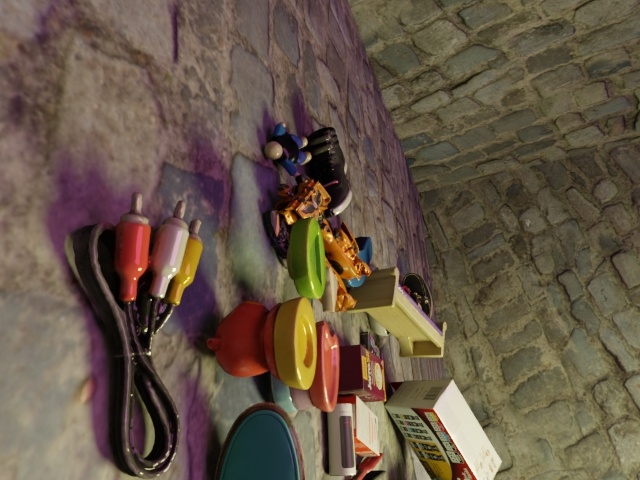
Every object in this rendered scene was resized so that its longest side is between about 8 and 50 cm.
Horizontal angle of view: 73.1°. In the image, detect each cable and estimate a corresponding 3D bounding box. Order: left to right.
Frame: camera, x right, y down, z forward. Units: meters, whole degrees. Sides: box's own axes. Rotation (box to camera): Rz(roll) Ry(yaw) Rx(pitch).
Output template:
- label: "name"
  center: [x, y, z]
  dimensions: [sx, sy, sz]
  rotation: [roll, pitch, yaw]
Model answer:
- label: "cable"
  center: [-0.181, 0.090, 0.440]
  dimensions: [0.139, 0.072, 0.287]
  rotation: [28, 52, -58]

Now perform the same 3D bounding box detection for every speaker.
- label: "speaker"
  center: [0.042, 0.410, 0.894]
  dimensions: [0.055, 0.055, 0.136]
  rotation: [46, 37, -56]

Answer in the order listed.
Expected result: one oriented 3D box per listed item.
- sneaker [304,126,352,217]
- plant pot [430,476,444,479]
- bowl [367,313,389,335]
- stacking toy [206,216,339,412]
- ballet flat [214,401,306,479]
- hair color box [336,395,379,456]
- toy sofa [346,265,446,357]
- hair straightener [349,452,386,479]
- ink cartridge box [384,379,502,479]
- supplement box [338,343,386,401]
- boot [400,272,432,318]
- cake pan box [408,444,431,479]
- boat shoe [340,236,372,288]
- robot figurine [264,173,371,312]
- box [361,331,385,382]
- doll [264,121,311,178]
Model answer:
- label: "sneaker"
  center: [0.007, -0.184, 1.093]
  dimensions: [0.295, 0.105, 0.147]
  rotation: [-87, 154, -51]
- label: "plant pot"
  center: [0.356, 0.821, 1.187]
  dimensions: [0.252, 0.248, 0.247]
  rotation: [53, -7, 14]
- label: "bowl"
  center: [0.191, 0.235, 1.414]
  dimensions: [0.142, 0.053, 0.142]
  rotation: [-18, 97, -71]
- label: "stacking toy"
  center: [-0.057, 0.127, 0.707]
  dimensions: [0.309, 0.130, 0.279]
  rotation: [70, 18, -54]
- label: "ballet flat"
  center: [-0.070, 0.388, 0.539]
  dimensions: [0.123, 0.123, 0.348]
  rotation: [37, 44, -62]
- label: "hair color box"
  center: [0.088, 0.437, 1.009]
  dimensions: [0.167, 0.053, 0.093]
  rotation: [56, 28, -44]
- label: "toy sofa"
  center: [0.237, 0.202, 1.285]
  dimensions: [0.362, 0.150, 0.177]
  rotation: [45, 47, -38]
- label: "hair straightener"
  center: [0.104, 0.566, 0.982]
  dimensions: [0.230, 0.047, 0.089]
  rotation: [16, 64, -68]
- label: "ink cartridge box"
  center: [0.354, 0.600, 1.349]
  dimensions: [0.130, 0.272, 0.309]
  rotation: [-36, 96, -38]
- label: "supplement box"
  center: [0.093, 0.326, 1.045]
  dimensions: [0.188, 0.081, 0.104]
  rotation: [48, 36, -54]
- label: "boot"
  center: [0.375, 0.264, 1.800]
  dimensions: [0.284, 0.138, 0.377]
  rotation: [52, 37, -51]
- label: "cake pan box"
  center: [0.452, 0.789, 1.523]
  dimensions: [0.070, 0.246, 0.266]
  rotation: [-20, 96, -74]
- label: "boat shoe"
  center: [0.078, 0.063, 1.161]
  dimensions: [0.258, 0.089, 0.109]
  rotation: [-37, 122, -68]
- label: "robot figurine"
  center: [0.000, 0.000, 0.913]
  dimensions: [0.291, 0.085, 0.211]
  rotation: [59, 41, -26]
- label: "box"
  center: [0.156, 0.359, 1.281]
  dimensions: [0.162, 0.029, 0.116]
  rotation: [60, 25, -44]
- label: "doll"
  center: [-0.070, -0.197, 0.957]
  dimensions: [0.189, 0.046, 0.129]
  rotation: [-29, 105, -70]
